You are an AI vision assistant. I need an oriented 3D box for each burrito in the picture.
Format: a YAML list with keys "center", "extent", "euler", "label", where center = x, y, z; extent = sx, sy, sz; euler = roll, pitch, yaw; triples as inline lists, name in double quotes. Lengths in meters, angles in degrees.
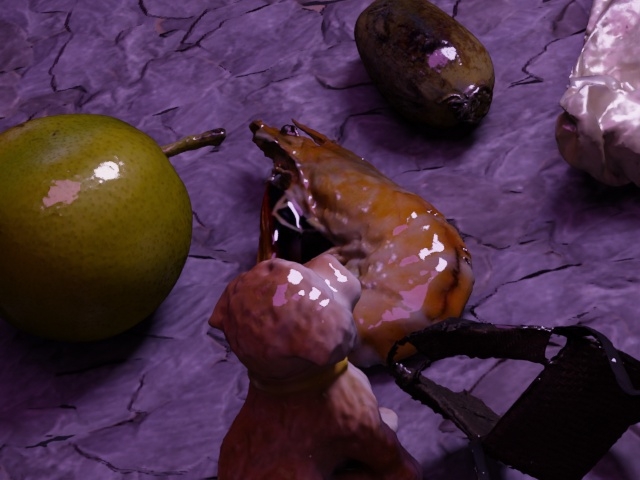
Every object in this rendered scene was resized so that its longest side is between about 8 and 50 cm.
- center: [0.282, -0.161, 1.524]
  extent: [0.175, 0.107, 0.348]
  euler: [10, 46, 6]
  label: "burrito"

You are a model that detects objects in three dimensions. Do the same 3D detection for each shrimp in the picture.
- center: [0.000, 0.000, 1.473]
  extent: [0.152, 0.063, 0.287]
  euler: [-39, 45, -8]
  label: "shrimp"

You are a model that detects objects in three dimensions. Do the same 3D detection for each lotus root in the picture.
- center: [0.080, -0.148, 1.590]
  extent: [0.089, 0.080, 0.179]
  euler: [-25, 41, -13]
  label: "lotus root"

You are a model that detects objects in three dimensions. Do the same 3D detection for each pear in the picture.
- center: [-0.167, -0.027, 1.464]
  extent: [0.216, 0.166, 0.180]
  euler: [-43, 30, -9]
  label: "pear"

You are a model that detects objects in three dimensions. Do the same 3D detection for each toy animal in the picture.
- center: [-0.041, 0.107, 1.259]
  extent: [0.184, 0.185, 0.104]
  euler: [-25, 42, -10]
  label: "toy animal"

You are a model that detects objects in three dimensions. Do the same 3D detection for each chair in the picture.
- center: [0.143, 0.112, 1.207]
  extent: [0.149, 0.174, 0.213]
  euler: [-52, 37, 11]
  label: "chair"
